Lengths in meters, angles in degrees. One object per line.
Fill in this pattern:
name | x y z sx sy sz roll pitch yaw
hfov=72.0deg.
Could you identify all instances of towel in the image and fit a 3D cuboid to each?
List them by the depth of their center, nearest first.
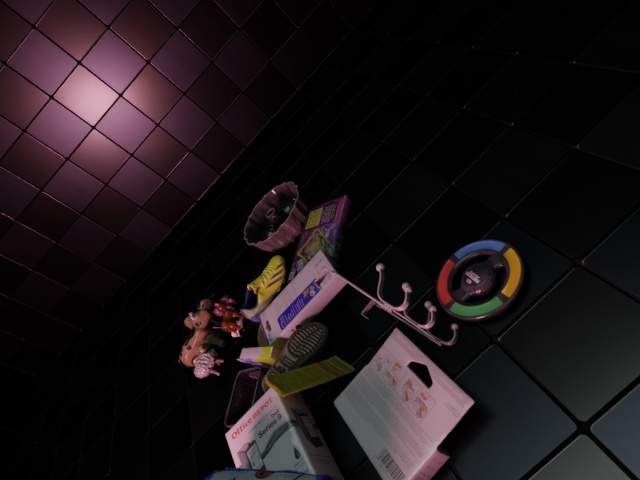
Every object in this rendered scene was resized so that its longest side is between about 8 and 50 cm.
towel | -0.025 0.366 1.201 0.102 0.237 0.021 11 104 54

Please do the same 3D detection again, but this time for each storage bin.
storage bin | -0.217 0.508 1.398 0.122 0.084 0.180 -24 41 36

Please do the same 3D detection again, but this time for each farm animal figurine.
farm animal figurine | -0.459 0.349 1.731 0.330 0.172 0.326 -9 57 61

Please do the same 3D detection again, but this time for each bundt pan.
bundt pan | -0.175 -0.088 1.897 0.331 0.124 0.331 -30 39 28

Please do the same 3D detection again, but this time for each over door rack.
over door rack | 0.171 0.149 1.139 0.324 0.239 0.108 10 68 53

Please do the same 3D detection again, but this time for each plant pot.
plant pot | -0.128 0.293 1.550 0.236 0.032 0.236 -31 37 27

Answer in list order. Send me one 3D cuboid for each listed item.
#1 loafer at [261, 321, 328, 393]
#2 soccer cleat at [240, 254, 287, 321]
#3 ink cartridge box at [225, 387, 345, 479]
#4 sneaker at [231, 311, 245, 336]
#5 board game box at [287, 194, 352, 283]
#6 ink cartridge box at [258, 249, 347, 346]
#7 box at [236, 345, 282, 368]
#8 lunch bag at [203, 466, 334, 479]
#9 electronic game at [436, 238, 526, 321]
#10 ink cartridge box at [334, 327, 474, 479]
loafer | -0.073 0.367 1.355 0.102 0.092 0.268 33 68 29
soccer cleat | -0.217 0.171 1.693 0.093 0.121 0.289 -11 49 45
ink cartridge box | -0.099 0.556 1.123 0.211 0.121 0.289 -47 45 8
sneaker | -0.311 0.330 1.734 0.044 0.040 0.109 -3 60 36
board game box | 0.000 0.000 1.673 0.208 0.056 0.347 -21 43 44
ink cartridge box | -0.064 0.199 1.469 0.332 0.065 0.165 -46 35 9
box | -0.180 0.387 1.447 0.178 0.109 0.042 -15 51 42
lunch bag | -0.130 0.665 0.866 0.328 0.239 0.385 -14 54 30
electronic game | 0.394 0.095 1.099 0.229 0.048 0.229 -31 38 28
ink cartridge box | 0.192 0.391 1.035 0.261 0.066 0.296 -50 33 1
